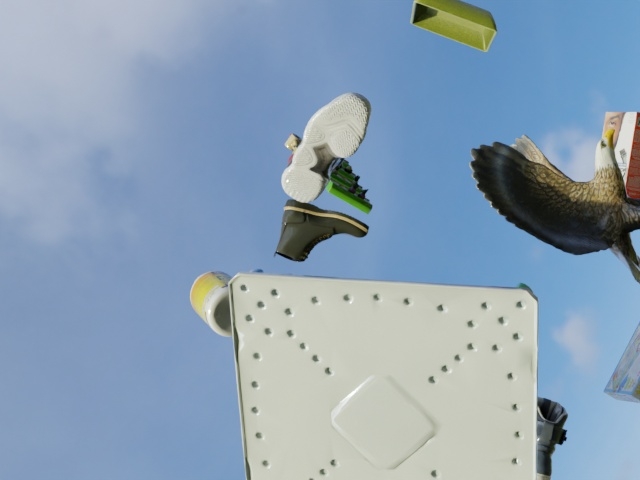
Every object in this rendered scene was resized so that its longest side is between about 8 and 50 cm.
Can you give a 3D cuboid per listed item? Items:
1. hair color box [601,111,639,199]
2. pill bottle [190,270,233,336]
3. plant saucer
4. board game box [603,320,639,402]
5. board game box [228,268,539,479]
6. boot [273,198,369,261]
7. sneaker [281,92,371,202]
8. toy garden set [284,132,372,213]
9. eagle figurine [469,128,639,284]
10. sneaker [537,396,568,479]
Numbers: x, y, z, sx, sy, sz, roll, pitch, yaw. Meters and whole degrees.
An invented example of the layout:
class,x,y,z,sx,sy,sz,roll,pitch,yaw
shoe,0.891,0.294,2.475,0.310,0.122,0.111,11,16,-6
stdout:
class,x,y,z,sx,sy,sz,roll,pitch,yaw
hair color box,0.577,-0.159,2.125,0.053,0.093,0.167,8,-88,-25
pill bottle,-0.229,0.138,2.558,0.117,0.215,0.117,-5,-76,-20
plant saucer,0.293,-0.483,2.429,0.188,0.188,0.045,63,-132,-86
board game box,0.468,0.157,1.593,0.154,0.026,0.103,-60,4,-8
board game box,0.085,0.226,1.446,0.050,0.389,0.390,-50,-40,-64
boot,0.000,0.000,2.512,0.077,0.197,0.137,84,-158,-75
sneaker,0.022,-0.200,2.084,0.269,0.101,0.153,-53,7,41
toy garden set,0.010,-0.172,2.410,0.203,0.244,0.049,28,-72,-25
eagle figurine,0.391,-0.062,1.668,0.226,0.298,0.225,67,-143,-46
sneaker,0.412,0.384,2.145,0.226,0.086,0.164,105,177,-82
